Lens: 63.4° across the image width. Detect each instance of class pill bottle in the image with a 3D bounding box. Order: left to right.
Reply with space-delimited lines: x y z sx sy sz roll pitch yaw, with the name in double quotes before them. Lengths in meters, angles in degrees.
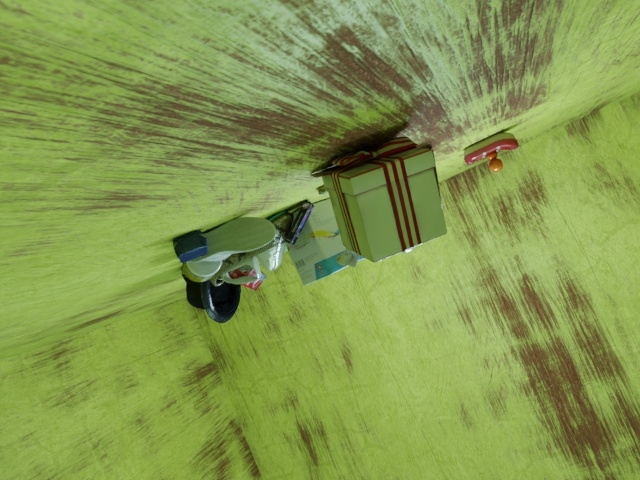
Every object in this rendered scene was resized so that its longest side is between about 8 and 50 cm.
"pill bottle" -0.412 0.080 1.783 0.119 0.119 0.208 -22 176 -23

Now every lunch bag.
"lunch bag" -0.369 0.012 1.480 0.098 0.065 0.067 -21 161 -20

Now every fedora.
"fedora" -0.476 0.206 2.244 0.152 0.334 0.334 -3 -178 16

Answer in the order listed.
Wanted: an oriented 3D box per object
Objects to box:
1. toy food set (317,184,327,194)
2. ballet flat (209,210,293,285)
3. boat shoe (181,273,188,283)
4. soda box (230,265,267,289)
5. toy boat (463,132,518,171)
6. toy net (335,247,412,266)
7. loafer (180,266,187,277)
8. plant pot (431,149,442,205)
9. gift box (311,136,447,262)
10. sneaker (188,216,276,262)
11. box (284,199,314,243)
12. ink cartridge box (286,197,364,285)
"toy food set" 0.028 -0.169 1.668 0.082 0.020 0.083 -24 177 12
"ballet flat" -0.254 0.056 1.942 0.482 0.182 0.164 -26 178 33
"boat shoe" -0.556 0.210 2.497 0.127 0.158 0.340 -23 176 8
"soda box" -0.318 0.151 2.274 0.092 0.083 0.263 -52 168 -5
"toy boat" 0.753 -0.372 2.267 0.231 0.151 0.151 -24 177 17
"toy net" 0.151 0.007 1.457 0.232 0.122 0.045 -13 136 3
"loafer" -0.565 0.130 2.199 0.039 0.045 0.125 -29 175 -12
"plant pot" 0.303 -0.193 1.845 0.230 0.215 0.215 -9 180 14
"gift box" 0.142 -0.118 1.357 0.255 0.258 0.276 -22 -162 -19
"sneaker" -0.277 -0.002 1.625 0.292 0.108 0.169 -14 178 1
"box" -0.073 -0.061 1.827 0.162 0.029 0.116 -61 175 1
"ink cartridge box" 0.000 0.000 2.014 0.197 0.270 0.198 -22 177 -39
